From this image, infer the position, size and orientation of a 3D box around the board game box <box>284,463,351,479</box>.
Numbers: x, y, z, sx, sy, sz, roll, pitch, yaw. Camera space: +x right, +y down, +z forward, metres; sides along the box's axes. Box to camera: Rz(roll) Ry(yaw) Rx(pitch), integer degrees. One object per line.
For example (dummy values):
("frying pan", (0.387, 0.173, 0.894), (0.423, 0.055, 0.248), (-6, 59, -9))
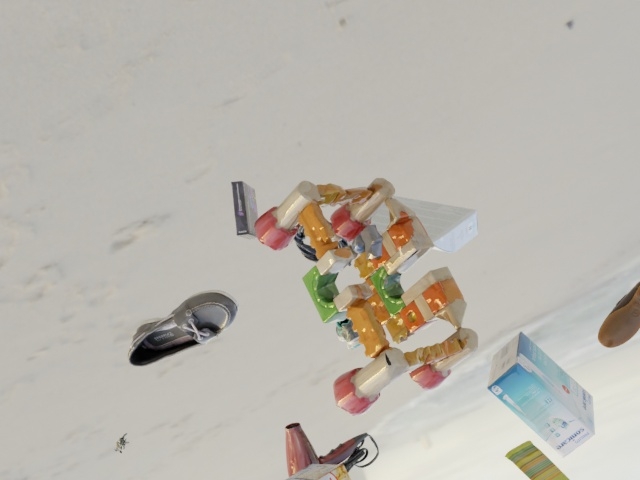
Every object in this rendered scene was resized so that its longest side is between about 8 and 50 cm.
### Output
("board game box", (-0.061, 0.393, 1.173), (0.193, 0.045, 0.147), (-25, 175, -22))

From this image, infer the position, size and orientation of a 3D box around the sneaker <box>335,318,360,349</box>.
("sneaker", (0.068, 0.215, 2.011), (0.065, 0.076, 0.166), (-29, -169, -9))

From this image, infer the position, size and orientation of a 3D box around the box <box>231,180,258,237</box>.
("box", (-0.161, -0.063, 1.737), (0.029, 0.116, 0.162), (-7, 177, 6))

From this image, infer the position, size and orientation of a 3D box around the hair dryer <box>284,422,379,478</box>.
("hair dryer", (0.008, 0.510, 1.839), (0.080, 0.223, 0.293), (-12, 136, 39))

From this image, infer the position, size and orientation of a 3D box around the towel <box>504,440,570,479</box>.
("towel", (0.455, 0.480, 1.513), (0.102, 0.237, 0.021), (-4, 131, -50))

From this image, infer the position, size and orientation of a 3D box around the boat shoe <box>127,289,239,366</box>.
("boat shoe", (-0.305, 0.205, 1.758), (0.335, 0.112, 0.095), (-25, -150, 39))

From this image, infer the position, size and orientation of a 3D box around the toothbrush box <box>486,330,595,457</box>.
("toothbrush box", (0.632, 0.436, 2.290), (0.126, 0.295, 0.216), (-46, 180, 25))

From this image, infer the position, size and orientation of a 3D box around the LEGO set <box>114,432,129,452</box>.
("LEGO set", (-0.549, 0.556, 2.193), (0.023, 0.054, 0.083), (29, 128, -24))

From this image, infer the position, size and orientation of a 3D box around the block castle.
("block castle", (0.084, 0.103, 1.624), (0.303, 0.453, 0.213), (-8, 152, -42))

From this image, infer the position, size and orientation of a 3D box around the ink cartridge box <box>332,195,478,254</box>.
("ink cartridge box", (0.228, -0.006, 2.309), (0.308, 0.091, 0.385), (14, -147, 37))

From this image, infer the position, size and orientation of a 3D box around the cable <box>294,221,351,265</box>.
("cable", (0.000, 0.000, 1.980), (0.151, 0.047, 0.184), (12, 148, 28))

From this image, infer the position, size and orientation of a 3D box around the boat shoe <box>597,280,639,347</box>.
("boat shoe", (0.732, 0.169, 1.888), (0.207, 0.073, 0.073), (-48, 170, 5))
